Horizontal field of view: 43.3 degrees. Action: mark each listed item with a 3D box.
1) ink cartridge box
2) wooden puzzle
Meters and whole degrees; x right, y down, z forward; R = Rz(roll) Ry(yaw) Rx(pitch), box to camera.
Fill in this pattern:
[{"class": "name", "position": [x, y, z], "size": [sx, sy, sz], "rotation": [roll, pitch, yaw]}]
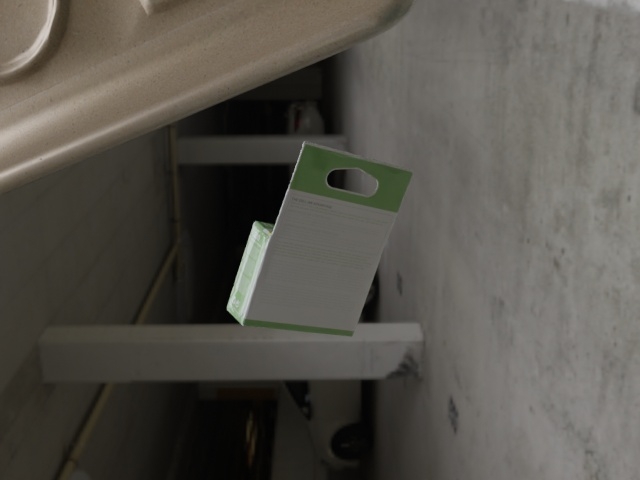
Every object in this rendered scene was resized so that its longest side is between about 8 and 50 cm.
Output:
[{"class": "ink cartridge box", "position": [0.000, 0.000, 0.997], "size": [0.056, 0.171, 0.235], "rotation": [35, 111, 54]}, {"class": "wooden puzzle", "position": [-0.144, -0.228, 0.443], "size": [0.348, 0.322, 0.080], "rotation": [68, -160, -8]}]
